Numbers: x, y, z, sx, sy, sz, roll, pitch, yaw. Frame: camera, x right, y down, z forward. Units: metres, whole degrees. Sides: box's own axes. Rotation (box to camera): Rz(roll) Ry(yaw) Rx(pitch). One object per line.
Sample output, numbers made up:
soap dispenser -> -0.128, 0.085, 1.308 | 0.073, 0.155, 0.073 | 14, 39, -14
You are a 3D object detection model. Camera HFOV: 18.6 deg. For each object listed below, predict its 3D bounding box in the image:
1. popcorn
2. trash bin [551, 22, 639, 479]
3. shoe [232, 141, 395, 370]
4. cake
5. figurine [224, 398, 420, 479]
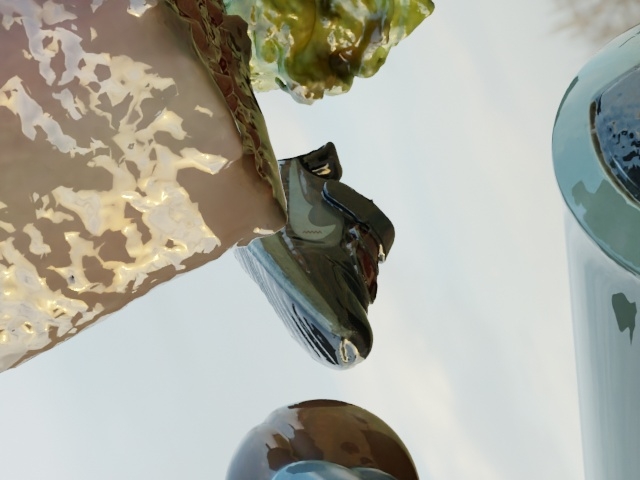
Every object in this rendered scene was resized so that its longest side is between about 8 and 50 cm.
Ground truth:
popcorn -> -0.011, -0.233, 1.720 | 0.204, 0.221, 0.184 | 61, 180, -32
trash bin -> 0.303, 0.037, 1.355 | 0.432, 0.280, 0.280 | 81, 178, -48
shoe -> 0.000, 0.000, 1.429 | 0.227, 0.112, 0.099 | 50, 164, 48
cake -> -0.169, -0.104, 1.055 | 0.237, 0.230, 0.309 | 60, -171, -35
figurine -> 0.084, 0.292, 1.199 | 0.388, 0.277, 0.248 | 26, -177, -2
